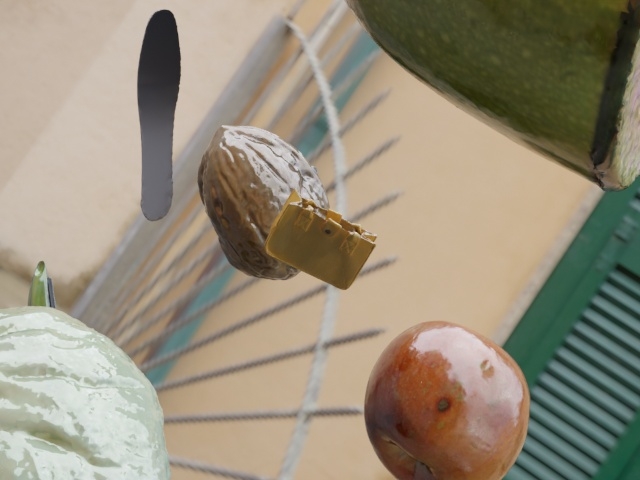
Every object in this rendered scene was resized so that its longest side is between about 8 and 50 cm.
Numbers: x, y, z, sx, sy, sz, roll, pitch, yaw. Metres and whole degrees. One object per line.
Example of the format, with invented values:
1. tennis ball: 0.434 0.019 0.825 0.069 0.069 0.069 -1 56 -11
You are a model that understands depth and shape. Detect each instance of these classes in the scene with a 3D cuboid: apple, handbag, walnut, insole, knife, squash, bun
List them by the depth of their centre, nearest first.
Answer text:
1. bun: -0.180 0.136 0.652 0.203 0.213 0.126 1 -12 42
2. insole: -0.103 -0.078 0.785 0.002 0.135 0.045 10 16 30
3. squash: 0.127 -0.227 0.899 0.308 0.310 0.310 22 -5 19
4. knife: -0.227 0.109 1.036 0.022 0.184 0.026 -1 8 27
5. handbag: 0.000 0.000 1.038 0.083 0.061 0.027 26 34 -6
6. walnut: -0.080 -0.055 1.679 0.230 0.178 0.178 61 -10 -16
7. apple: 0.174 0.244 1.743 0.253 0.254 0.253 34 -1 1
